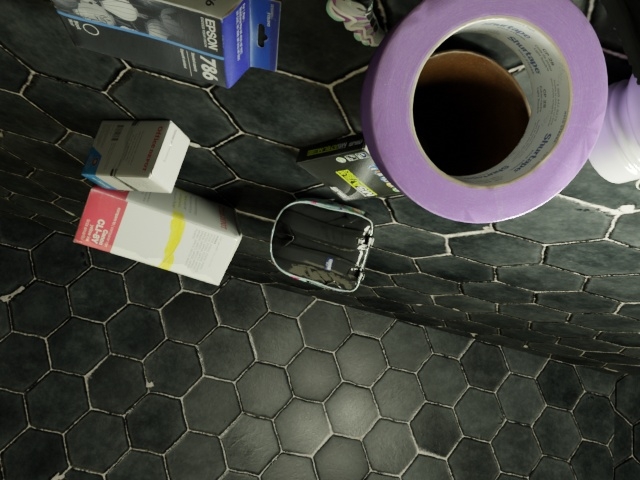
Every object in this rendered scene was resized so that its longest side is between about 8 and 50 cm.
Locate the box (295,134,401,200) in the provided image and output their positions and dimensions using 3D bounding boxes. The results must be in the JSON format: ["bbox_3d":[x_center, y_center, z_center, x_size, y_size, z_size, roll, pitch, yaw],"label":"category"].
[{"bbox_3d":[0.075,-0.153,1.061,0.184,0.045,0.191,-6,153,39],"label":"box"}]

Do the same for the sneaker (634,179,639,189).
[{"bbox_3d":[0.660,-0.068,0.751,0.296,0.146,0.105,-2,158,41],"label":"sneaker"}]

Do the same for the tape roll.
[{"bbox_3d":[0.190,-0.163,0.588,0.275,0.274,0.090,16,-167,-7],"label":"tape roll"}]

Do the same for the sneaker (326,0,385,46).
[{"bbox_3d":[0.063,-0.303,0.643,0.098,0.038,0.069,22,160,-27],"label":"sneaker"}]

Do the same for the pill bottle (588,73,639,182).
[{"bbox_3d":[0.476,-0.168,0.564,0.161,0.160,0.283,23,159,-26],"label":"pill bottle"}]

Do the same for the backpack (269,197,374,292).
[{"bbox_3d":[0.000,0.000,1.274,0.254,0.224,0.191,13,-168,-1],"label":"backpack"}]

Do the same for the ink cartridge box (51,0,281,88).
[{"bbox_3d":[-0.230,-0.328,0.736,0.333,0.065,0.165,13,161,-2],"label":"ink cartridge box"}]

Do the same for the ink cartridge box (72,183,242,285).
[{"bbox_3d":[-0.437,-0.048,1.348,0.385,0.160,0.279,20,-165,-20],"label":"ink cartridge box"}]

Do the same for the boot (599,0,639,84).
[{"bbox_3d":[0.369,-0.221,0.408,0.094,0.246,0.207,-21,171,-15],"label":"boot"}]

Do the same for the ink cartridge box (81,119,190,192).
[{"bbox_3d":[-0.425,-0.194,1.117,0.203,0.148,0.086,7,161,21],"label":"ink cartridge box"}]

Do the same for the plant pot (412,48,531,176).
[{"bbox_3d":[0.176,-0.155,0.781,0.216,0.215,0.230,17,175,-10],"label":"plant pot"}]
